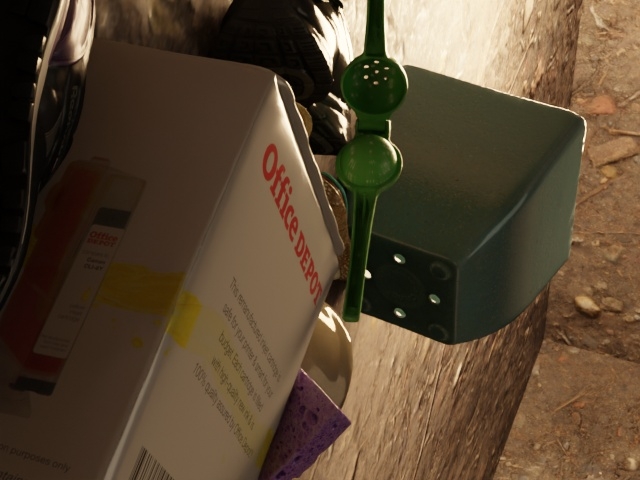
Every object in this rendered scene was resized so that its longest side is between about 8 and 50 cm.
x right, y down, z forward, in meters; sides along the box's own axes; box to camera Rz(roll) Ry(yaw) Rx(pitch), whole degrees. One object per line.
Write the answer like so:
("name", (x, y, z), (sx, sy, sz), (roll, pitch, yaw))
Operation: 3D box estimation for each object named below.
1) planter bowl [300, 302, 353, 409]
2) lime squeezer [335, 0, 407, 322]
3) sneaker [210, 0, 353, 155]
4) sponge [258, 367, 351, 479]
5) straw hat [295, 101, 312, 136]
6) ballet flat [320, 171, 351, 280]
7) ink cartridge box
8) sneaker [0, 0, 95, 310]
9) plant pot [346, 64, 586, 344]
("planter bowl", (-0.068, 0.107, 1.115), (0.109, 0.162, 0.162), (31, 72, -43))
("lime squeezer", (0.046, -0.092, 1.041), (0.110, 0.059, 0.310), (-152, -113, -79))
("sneaker", (-0.025, -0.172, 1.118), (0.286, 0.109, 0.130), (68, 30, -75))
("sponge", (-0.086, 0.178, 0.995), (0.210, 0.117, 0.031), (-45, 140, -3))
("straw hat", (-0.079, -0.098, 1.032), (0.061, 0.144, 0.144), (64, 6, 20))
("ballet flat", (0.000, 0.000, 1.382), (0.067, 0.073, 0.206), (-41, 149, -14))
("ink cartridge box", (-0.136, 0.100, 0.850), (0.279, 0.160, 0.384), (72, 36, -60))
("sneaker", (-0.182, -0.037, 0.708), (0.124, 0.107, 0.283), (52, 54, -76))
("plant pot", (0.152, -0.021, 1.541), (0.252, 0.248, 0.247), (-51, 151, -39))
